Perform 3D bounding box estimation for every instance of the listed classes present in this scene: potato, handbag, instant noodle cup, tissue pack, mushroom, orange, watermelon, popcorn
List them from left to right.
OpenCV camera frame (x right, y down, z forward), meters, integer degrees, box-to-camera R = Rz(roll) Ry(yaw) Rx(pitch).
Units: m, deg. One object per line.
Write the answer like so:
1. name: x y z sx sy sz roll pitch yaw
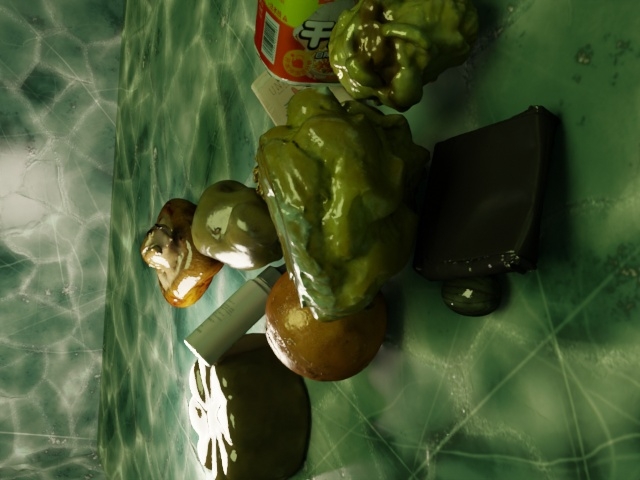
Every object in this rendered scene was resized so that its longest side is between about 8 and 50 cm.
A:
1. mushroom: -0.433 0.030 2.022 0.345 0.259 0.346 -1 88 59
2. potato: -0.196 -0.031 1.678 0.351 0.202 0.218 20 117 51
3. tissue pack: -0.024 -0.291 1.440 0.170 0.071 0.325 -40 49 10
4. instant noodle cup: 0.001 -0.479 1.302 0.294 0.293 0.308 63 147 37
5. orange: 0.010 0.150 1.290 0.240 0.239 0.240 1 91 60
6. popcorn: 0.131 -0.327 1.100 0.256 0.255 0.195 -15 118 25
7. watermelon: 0.235 0.083 1.063 0.110 0.078 0.078 -4 87 64
8. handbag: 0.249 -0.059 1.006 0.223 0.080 0.247 -11 62 55

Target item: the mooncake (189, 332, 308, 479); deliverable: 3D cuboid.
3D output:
1. mooncake: -0.196 0.428 1.684 0.378 0.200 0.379 0 90 60

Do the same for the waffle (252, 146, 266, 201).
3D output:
1. waffle: -0.080 -0.182 1.578 0.193 0.070 0.197 -43 51 31

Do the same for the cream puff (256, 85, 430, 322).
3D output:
1. cream puff: 0.052 -0.074 1.098 0.378 0.275 0.379 166 90 -84

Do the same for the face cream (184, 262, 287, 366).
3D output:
1. face cream: -0.180 0.160 1.605 0.092 0.311 0.092 41 163 15
